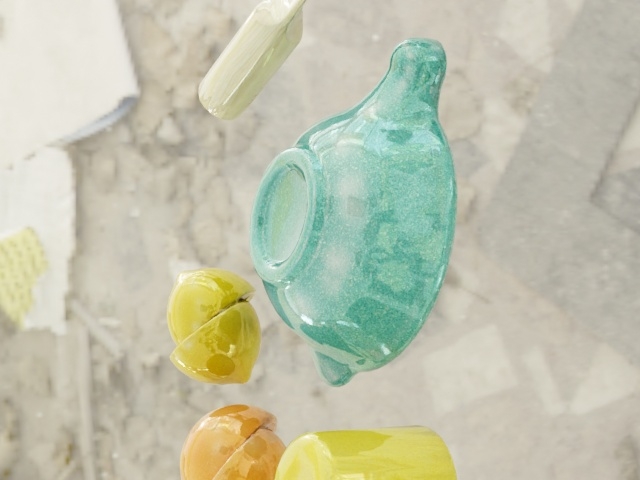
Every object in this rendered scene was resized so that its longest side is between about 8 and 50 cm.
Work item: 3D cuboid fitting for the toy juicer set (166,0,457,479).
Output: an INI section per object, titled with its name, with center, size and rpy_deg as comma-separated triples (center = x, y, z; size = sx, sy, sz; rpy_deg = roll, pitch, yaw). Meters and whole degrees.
[toy juicer set]
center = 0.000, 0.000, 0.688
size = 0.209, 0.089, 0.329
rpy_deg = -19, 64, 58
